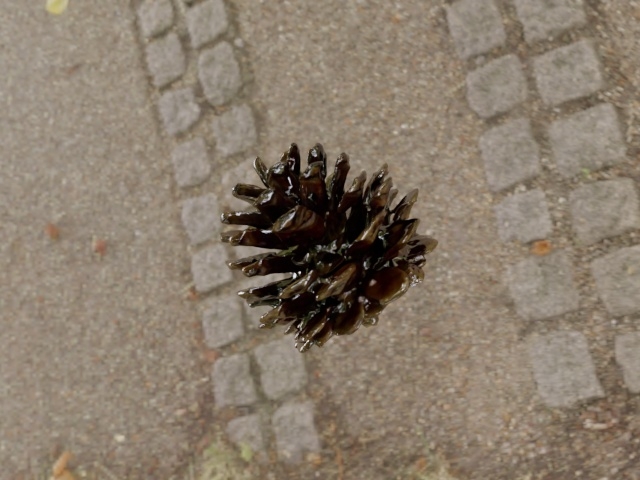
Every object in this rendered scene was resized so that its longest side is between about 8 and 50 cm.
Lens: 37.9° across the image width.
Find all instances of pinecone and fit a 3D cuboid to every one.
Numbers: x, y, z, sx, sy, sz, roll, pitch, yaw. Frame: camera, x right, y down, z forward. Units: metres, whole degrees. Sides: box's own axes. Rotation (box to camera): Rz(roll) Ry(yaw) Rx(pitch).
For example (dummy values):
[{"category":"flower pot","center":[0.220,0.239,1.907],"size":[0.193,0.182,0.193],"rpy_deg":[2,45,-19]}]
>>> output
[{"category":"pinecone","center":[0.000,0.000,0.871],"size":[0.208,0.208,0.207],"rpy_deg":[-6,81,43]}]
